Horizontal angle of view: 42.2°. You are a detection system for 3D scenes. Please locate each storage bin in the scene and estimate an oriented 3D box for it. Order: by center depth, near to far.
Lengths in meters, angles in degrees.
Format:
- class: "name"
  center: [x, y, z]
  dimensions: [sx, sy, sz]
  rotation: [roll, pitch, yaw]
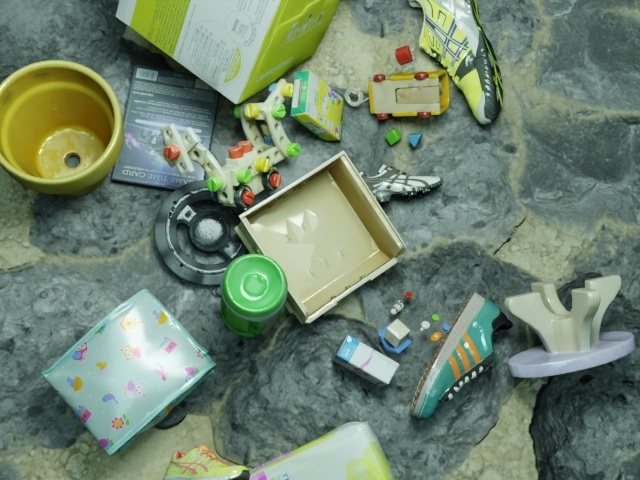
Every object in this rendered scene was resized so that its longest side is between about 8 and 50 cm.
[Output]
- class: "storage bin"
  center: [0.000, 0.000, 1.736]
  dimensions: [0.262, 0.123, 0.260]
  rotation: [-34, 90, -17]

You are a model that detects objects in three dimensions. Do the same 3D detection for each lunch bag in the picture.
- class: "lunch bag"
  center: [-0.367, 0.253, 1.630]
  dimensions: [0.262, 0.160, 0.223]
  rotation: [-42, 83, -9]

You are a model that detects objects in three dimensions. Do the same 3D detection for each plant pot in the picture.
- class: "plant pot"
  center: [-0.519, -0.198, 1.682]
  dimensions: [0.254, 0.239, 0.254]
  rotation: [2, 75, -6]

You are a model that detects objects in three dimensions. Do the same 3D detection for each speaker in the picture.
- class: "speaker"
  center: [-0.133, 0.112, 1.620]
  dimensions: [0.131, 0.296, 0.131]
  rotation: [2, 76, -7]

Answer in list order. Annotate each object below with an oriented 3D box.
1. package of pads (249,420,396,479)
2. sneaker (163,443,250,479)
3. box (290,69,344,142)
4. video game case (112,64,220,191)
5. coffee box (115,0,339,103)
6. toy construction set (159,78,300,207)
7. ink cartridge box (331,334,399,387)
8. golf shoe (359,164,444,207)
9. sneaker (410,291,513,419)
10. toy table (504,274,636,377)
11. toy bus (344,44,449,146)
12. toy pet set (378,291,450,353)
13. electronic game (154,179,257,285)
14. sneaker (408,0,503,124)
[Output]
- class: "package of pads"
  center: [0.004, 0.505, 1.614]
  dimensions: [0.297, 0.101, 0.229]
  rotation: [-25, 80, 2]
- class: "sneaker"
  center: [-0.222, 0.437, 1.601]
  dimensions: [0.208, 0.081, 0.094]
  rotation: [-11, 55, 31]
- class: "box"
  center: [0.000, -0.289, 1.823]
  dimensions: [0.043, 0.179, 0.105]
  rotation: [-3, 73, 31]
- class: "video game case"
  center: [-0.335, -0.244, 1.828]
  dimensions: [0.196, 0.026, 0.274]
  rotation: [9, 76, -5]
- class: "coffee box"
  center: [-0.154, -0.546, 1.689]
  dimensions: [0.334, 0.338, 0.337]
  rotation: [36, 42, 7]
- class: "toy construction set"
  center: [-0.169, -0.193, 1.720]
  dimensions: [0.328, 0.151, 0.215]
  rotation: [-27, 119, -37]
- class: "ink cartridge box"
  center: [0.092, 0.252, 1.721]
  dimensions: [0.122, 0.088, 0.052]
  rotation: [28, 74, 1]
- class: "golf shoe"
  center: [0.174, -0.132, 1.836]
  dimensions: [0.198, 0.077, 0.093]
  rotation: [-11, 77, -11]
- class: "sneaker"
  center: [0.300, 0.257, 1.736]
  dimensions: [0.121, 0.108, 0.302]
  rotation: [32, 73, 6]
- class: "toy table"
  center: [0.513, 0.173, 1.728]
  dimensions: [0.274, 0.252, 0.160]
  rotation: [-13, 94, -22]
- class: "toy bus"
  center: [0.193, -0.332, 1.873]
  dimensions: [0.202, 0.191, 0.104]
  rotation: [45, 32, 4]
- class: "toy pet set"
  center: [0.189, 0.192, 1.765]
  dimensions: [0.114, 0.065, 0.122]
  rotation: [-35, 66, -30]
- class: "electronic game"
  center: [-0.237, -0.017, 1.769]
  dimensions: [0.229, 0.048, 0.229]
  rotation: [2, 80, -13]
- class: "sneaker"
  center: [0.315, -0.442, 1.922]
  dimensions: [0.147, 0.145, 0.384]
  rotation: [-19, 80, 20]
